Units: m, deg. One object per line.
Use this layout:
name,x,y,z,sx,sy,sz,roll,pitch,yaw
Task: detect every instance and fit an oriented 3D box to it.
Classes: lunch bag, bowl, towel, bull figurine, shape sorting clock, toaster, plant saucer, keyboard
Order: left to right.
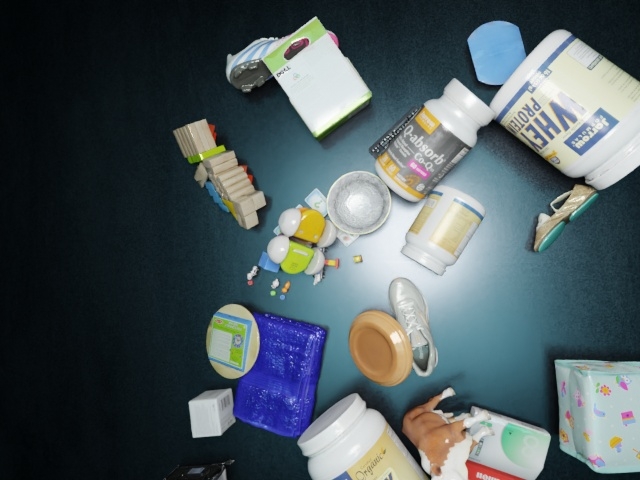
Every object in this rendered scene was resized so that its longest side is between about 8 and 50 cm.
toaster,-0.348,0.698,1.113,0.186,0.168,0.110,-10,88,11
shape sorting clock,-0.250,0.284,1.156,0.207,0.040,0.205,-4,84,35
towel,-0.118,0.372,1.130,0.228,0.076,0.307,11,89,11
bowl,0.107,-0.098,1.110,0.170,0.080,0.169,-1,87,11
plant saucer,0.144,0.281,1.049,0.200,0.037,0.199,10,105,44
keyboard,0.232,-0.278,1.126,0.180,0.023,0.108,-43,80,7
bull figurine,0.289,0.452,0.938,0.189,0.310,0.101,-27,93,-8
lunch bag,0.704,0.392,0.930,0.263,0.160,0.223,1,84,0

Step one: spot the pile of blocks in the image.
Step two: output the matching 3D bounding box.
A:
pile of blocks,-0.280,-0.198,1.194,0.113,0.149,0.362,-34,90,-35

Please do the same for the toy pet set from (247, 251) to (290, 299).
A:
toy pet set,-0.146,0.098,1.157,0.122,0.065,0.114,21,91,11

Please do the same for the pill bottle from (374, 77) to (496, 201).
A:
pill bottle,0.277,-0.242,1.003,0.162,0.162,0.278,46,118,10

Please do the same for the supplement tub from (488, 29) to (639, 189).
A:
supplement tub,0.594,-0.297,0.947,0.325,0.235,0.235,43,95,11

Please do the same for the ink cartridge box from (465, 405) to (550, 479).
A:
ink cartridge box,0.449,0.557,1.022,0.181,0.056,0.224,14,88,12

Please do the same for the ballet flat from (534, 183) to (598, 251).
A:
ballet flat,0.600,-0.060,1.028,0.206,0.073,0.067,-45,53,3

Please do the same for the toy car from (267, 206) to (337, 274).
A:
toy car,-0.060,-0.004,1.083,0.159,0.136,0.181,20,95,-31

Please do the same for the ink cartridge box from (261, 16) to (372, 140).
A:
ink cartridge box,-0.007,-0.436,1.118,0.189,0.097,0.255,-35,93,7

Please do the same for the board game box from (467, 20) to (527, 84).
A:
board game box,0.469,-0.495,1.088,0.134,0.033,0.168,-15,89,5

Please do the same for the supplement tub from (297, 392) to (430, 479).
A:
supplement tub,0.112,0.567,0.997,0.228,0.228,0.316,-39,81,7

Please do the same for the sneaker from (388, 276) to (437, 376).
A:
sneaker,0.243,0.221,1.045,0.100,0.121,0.262,-19,83,9

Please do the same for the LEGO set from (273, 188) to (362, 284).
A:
LEGO set,0.000,0.000,1.140,0.182,0.060,0.244,-43,80,10

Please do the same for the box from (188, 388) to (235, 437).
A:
box,-0.304,0.484,1.147,0.087,0.101,0.101,-9,85,11

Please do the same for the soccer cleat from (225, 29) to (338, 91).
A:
soccer cleat,-0.119,-0.542,1.166,0.332,0.116,0.143,-19,57,1

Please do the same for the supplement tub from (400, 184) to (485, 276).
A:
supplement tub,0.307,-0.024,1.034,0.145,0.144,0.199,32,93,11
